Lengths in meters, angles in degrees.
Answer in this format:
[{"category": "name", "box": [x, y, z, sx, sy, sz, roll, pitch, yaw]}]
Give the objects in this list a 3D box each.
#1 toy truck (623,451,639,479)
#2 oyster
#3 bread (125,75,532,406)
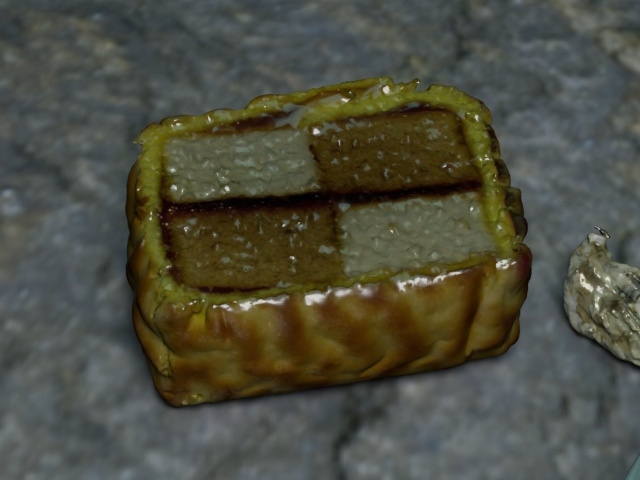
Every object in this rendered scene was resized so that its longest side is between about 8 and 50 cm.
[{"category": "toy truck", "box": [0.136, 0.215, 0.696, 0.184, 0.133, 0.338, 9, 59, 54]}, {"category": "oyster", "box": [0.220, 0.078, 0.973, 0.106, 0.061, 0.200, -1, 43, -32]}, {"category": "bread", "box": [0.000, 0.000, 0.993, 0.222, 0.096, 0.181, -8, 44, -10]}]
